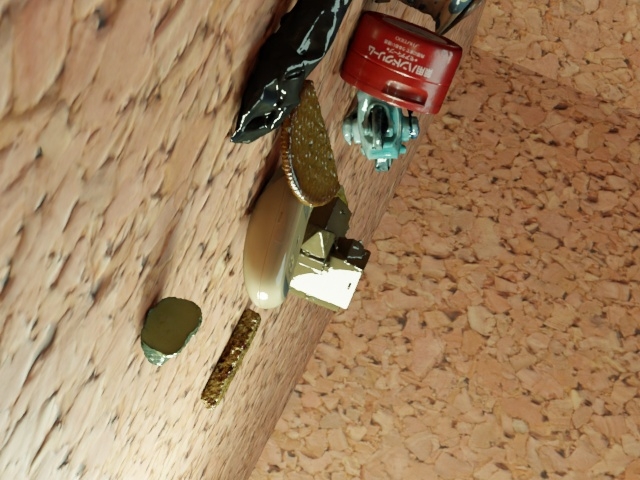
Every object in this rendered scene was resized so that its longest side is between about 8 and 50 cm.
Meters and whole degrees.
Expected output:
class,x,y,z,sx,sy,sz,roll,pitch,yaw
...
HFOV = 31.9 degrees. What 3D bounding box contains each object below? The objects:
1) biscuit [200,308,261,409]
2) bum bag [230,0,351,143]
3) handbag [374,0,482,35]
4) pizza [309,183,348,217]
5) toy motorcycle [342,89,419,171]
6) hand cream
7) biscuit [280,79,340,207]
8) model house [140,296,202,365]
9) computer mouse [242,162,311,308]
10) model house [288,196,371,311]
class,x,y,z,sx,sy,sz,roll,pitch,yaw
biscuit,-0.164,0.220,2.067,0.064,0.034,0.199,89,26,-72
bum bag,-0.022,-0.249,1.385,0.310,0.074,0.137,-59,-176,-5
handbag,0.210,-0.488,1.918,0.193,0.190,0.251,-58,-177,36
pizza,0.004,-0.023,2.326,0.204,0.081,0.188,-36,149,-73
toy motorcycle,0.120,-0.252,2.223,0.260,0.154,0.206,61,30,-76
hand cream,0.140,-0.308,1.929,0.193,0.193,0.125,-45,156,-71
biscuit,-0.023,-0.132,1.690,0.126,0.025,0.206,-53,139,-42
model house,-0.189,0.118,1.420,0.078,0.066,0.083,-61,173,-23
computer mouse,-0.071,-0.010,1.764,0.145,0.082,0.236,78,25,-73
model house,0.000,0.000,1.924,0.248,0.181,0.176,109,4,-74
